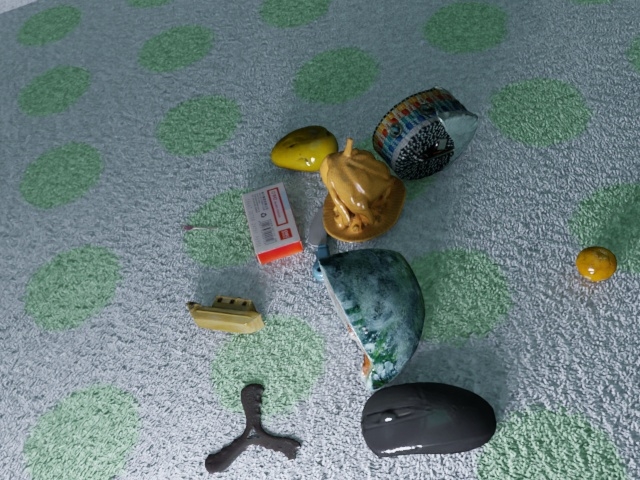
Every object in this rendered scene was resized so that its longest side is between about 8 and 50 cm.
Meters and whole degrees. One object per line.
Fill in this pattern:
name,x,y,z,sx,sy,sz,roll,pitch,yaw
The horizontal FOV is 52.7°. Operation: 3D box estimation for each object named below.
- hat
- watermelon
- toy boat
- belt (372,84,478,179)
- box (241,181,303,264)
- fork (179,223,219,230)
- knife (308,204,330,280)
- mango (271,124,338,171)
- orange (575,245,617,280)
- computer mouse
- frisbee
hat,0.095,-0.164,1.579,0.244,0.233,0.234,-22,49,-7
watermelon,0.077,0.140,1.381,0.213,0.289,0.320,-17,45,49
toy boat,-0.224,0.170,1.525,0.200,0.057,0.077,4,50,18
belt,0.266,-0.270,1.636,0.257,0.207,0.150,-23,57,-21
box,-0.128,-0.051,1.674,0.122,0.050,0.230,-18,51,-2
fork,-0.325,-0.034,1.735,0.115,0.012,0.016,3,58,10
knife,-0.002,0.001,1.620,0.058,0.032,0.244,-14,47,10
mango,-0.046,-0.249,1.776,0.195,0.098,0.137,-10,55,12
orange,0.600,0.051,1.405,0.083,0.070,0.083,0,48,0
computer mouse,0.207,0.347,1.267,0.269,0.086,0.138,-6,52,11
frisbee,-0.125,0.406,1.348,0.187,0.012,0.211,11,56,20
